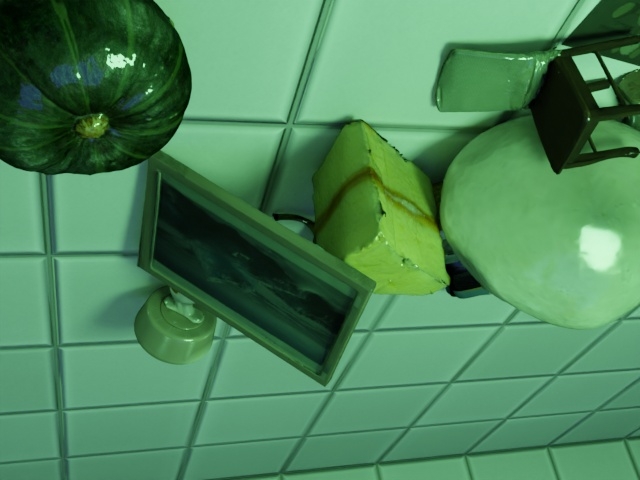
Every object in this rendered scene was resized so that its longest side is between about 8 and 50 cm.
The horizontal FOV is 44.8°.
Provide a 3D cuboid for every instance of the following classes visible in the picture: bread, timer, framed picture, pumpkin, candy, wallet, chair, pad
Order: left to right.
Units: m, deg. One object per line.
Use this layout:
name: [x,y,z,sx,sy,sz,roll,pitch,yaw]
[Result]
pumpkin: [-0.318,-0.215,1.019,0.300,0.207,0.300,-20,148,-13]
timer: [-0.272,0.112,1.609,0.175,0.175,0.266,6,135,-26]
framed picture: [-0.135,0.058,1.383,0.446,0.028,0.326,31,140,10]
bread: [0.133,-0.055,1.354,0.236,0.263,0.198,8,148,-23]
wallet: [0.361,0.061,1.800,0.170,0.069,0.231,-12,147,10]
chair: [0.368,-0.219,1.254,0.319,0.186,0.160,-9,154,-9]
candy: [0.424,-0.043,1.395,0.427,0.386,0.186,17,-174,-1]
pad: [0.505,-0.345,1.264,0.190,0.004,0.127,7,144,-26]

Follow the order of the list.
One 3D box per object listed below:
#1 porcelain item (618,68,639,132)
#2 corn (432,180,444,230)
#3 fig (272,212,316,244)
porcelain item: [0.591,-0.222,1.424,0.081,0.069,0.216,-27,146,2]
corn: [0.276,-0.077,1.524,0.313,0.102,0.102,-17,148,2]
fig: [0.000,0.000,1.577,0.236,0.124,0.124,39,126,-23]
